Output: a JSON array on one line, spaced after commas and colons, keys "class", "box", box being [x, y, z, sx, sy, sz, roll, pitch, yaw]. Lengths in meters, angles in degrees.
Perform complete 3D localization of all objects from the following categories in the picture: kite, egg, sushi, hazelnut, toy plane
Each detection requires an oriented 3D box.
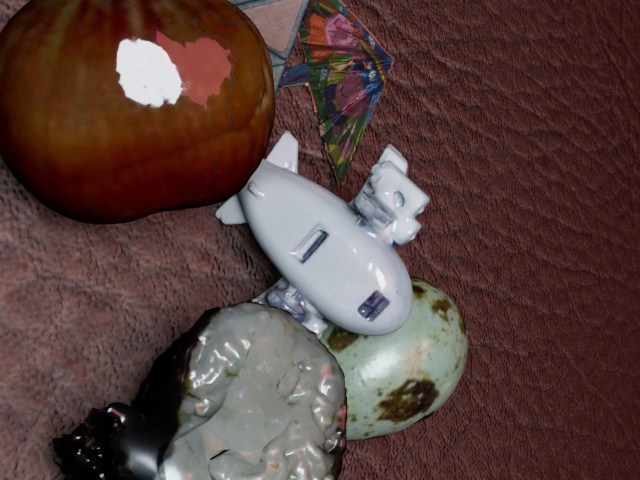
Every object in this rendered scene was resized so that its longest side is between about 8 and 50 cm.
[{"class": "kite", "box": [0.027, -0.229, 0.942, 0.234, 0.016, 0.320, -19, 100, -44]}, {"class": "egg", "box": [0.066, 0.135, 0.842, 0.231, 0.169, 0.169, -34, 110, -28]}, {"class": "sushi", "box": [-0.118, 0.215, 0.637, 0.234, 0.208, 0.348, 33, 58, -25]}, {"class": "hazelnut", "box": [-0.157, -0.122, 0.616, 0.230, 0.230, 0.229, 5, 83, -44]}, {"class": "toy plane", "box": [0.000, 0.000, 0.771, 0.117, 0.245, 0.244, 4, 83, -74]}]

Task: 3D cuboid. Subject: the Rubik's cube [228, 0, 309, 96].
[{"class": "Rubik's cube", "box": [-0.111, -0.269, 0.720, 0.233, 0.228, 0.228, 35, 101, 2]}]
